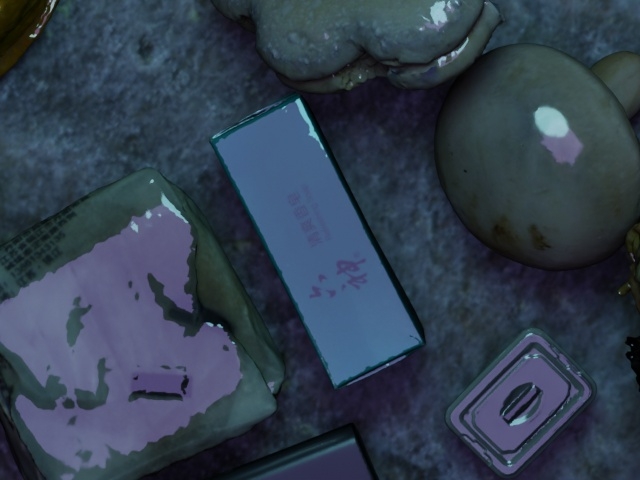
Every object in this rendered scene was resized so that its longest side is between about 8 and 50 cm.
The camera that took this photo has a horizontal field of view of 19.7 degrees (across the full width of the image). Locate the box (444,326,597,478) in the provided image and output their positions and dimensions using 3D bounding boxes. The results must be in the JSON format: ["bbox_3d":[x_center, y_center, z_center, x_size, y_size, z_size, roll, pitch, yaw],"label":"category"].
[{"bbox_3d":[0.178,0.144,1.662,0.089,0.062,0.122,45,92,1],"label":"box"}]

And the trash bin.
[{"bbox_3d":[-0.045,0.275,1.645,0.225,0.115,0.165,-24,85,2],"label":"trash bin"}]

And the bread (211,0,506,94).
[{"bbox_3d":[0.008,-0.225,1.560,0.183,0.102,0.337,-44,48,7],"label":"bread"}]

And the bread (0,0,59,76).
[{"bbox_3d":[-0.323,-0.305,1.602,0.179,0.194,0.340,-21,93,2],"label":"bread"}]

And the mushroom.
[{"bbox_3d":[0.212,-0.087,1.608,0.215,0.207,0.207,-39,90,-31],"label":"mushroom"}]

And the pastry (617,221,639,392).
[{"bbox_3d":[0.401,0.089,1.490,0.292,0.337,0.405,-12,127,31],"label":"pastry"}]

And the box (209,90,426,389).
[{"bbox_3d":[0.000,0.000,1.620,0.092,0.153,0.245,-27,89,3],"label":"box"}]

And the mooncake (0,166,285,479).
[{"bbox_3d":[-0.183,0.087,1.638,0.254,0.136,0.250,-26,92,-2],"label":"mooncake"}]
